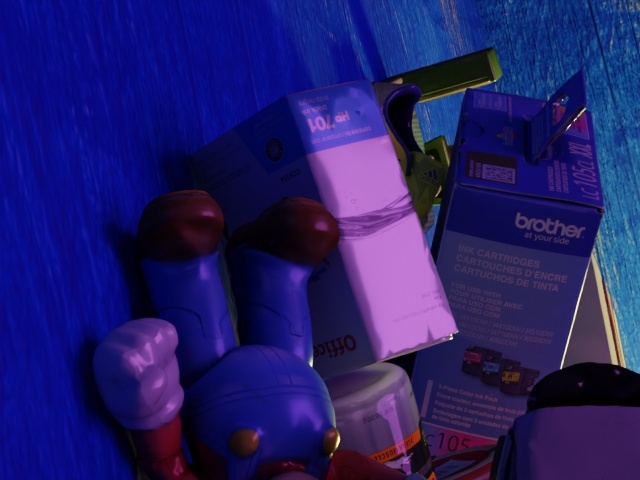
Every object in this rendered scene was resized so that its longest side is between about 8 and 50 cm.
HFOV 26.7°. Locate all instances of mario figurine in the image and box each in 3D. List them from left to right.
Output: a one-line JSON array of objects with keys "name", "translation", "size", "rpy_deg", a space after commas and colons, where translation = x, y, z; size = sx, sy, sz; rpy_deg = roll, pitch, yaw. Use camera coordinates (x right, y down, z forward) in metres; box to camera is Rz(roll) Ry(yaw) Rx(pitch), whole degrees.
[{"name": "mario figurine", "translation": [-0.014, 0.118, 0.785], "size": [0.170, 0.198, 0.321], "rpy_deg": [74, 4, -69]}]

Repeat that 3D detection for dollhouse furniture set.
[{"name": "dollhouse furniture set", "translation": [0.160, -0.122, 1.709], "size": [0.301, 0.151, 0.198], "rpy_deg": [-44, 119, -73]}]

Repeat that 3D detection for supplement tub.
[{"name": "supplement tub", "translation": [0.033, 0.197, 1.019], "size": [0.117, 0.117, 0.191], "rpy_deg": [-48, 123, -73]}]

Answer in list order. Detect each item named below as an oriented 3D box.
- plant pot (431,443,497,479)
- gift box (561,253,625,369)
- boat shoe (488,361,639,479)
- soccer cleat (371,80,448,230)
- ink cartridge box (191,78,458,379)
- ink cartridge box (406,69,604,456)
[{"name": "plant pot", "translation": [0.128, 0.279, 1.164], "size": [0.191, 0.191, 0.174], "rpy_deg": [-21, 93, -75]}, {"name": "gift box", "translation": [0.302, 0.183, 1.755], "size": [0.255, 0.276, 0.258], "rpy_deg": [47, 33, -52]}, {"name": "boat shoe", "translation": [0.158, 0.249, 0.756], "size": [0.158, 0.127, 0.341], "rpy_deg": [95, -3, -76]}, {"name": "soccer cleat", "translation": [0.075, -0.034, 1.371], "size": [0.093, 0.121, 0.289], "rpy_deg": [45, 34, -63]}, {"name": "ink cartridge box", "translation": [0.000, 0.000, 0.960], "size": [0.082, 0.139, 0.191], "rpy_deg": [-14, 84, -37]}, {"name": "ink cartridge box", "translation": [0.187, 0.019, 1.391], "size": [0.270, 0.151, 0.396], "rpy_deg": [-73, 172, -63]}]
